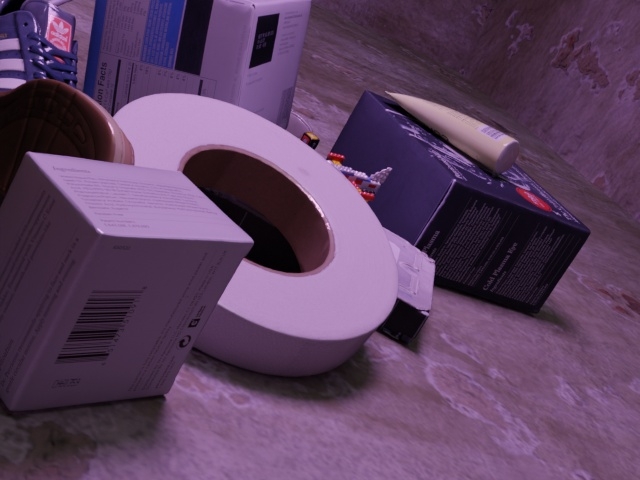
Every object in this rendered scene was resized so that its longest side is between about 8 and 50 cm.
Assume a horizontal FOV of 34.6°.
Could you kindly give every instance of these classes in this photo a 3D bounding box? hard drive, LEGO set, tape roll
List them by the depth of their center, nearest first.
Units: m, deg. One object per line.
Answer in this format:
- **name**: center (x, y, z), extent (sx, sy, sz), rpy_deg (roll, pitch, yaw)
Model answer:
- **tape roll**: center (-0.086, -0.017, 1.188), extent (0.392, 0.072, 0.392), rpy_deg (26, 33, -19)
- **hard drive**: center (0.000, 0.000, 1.430), extent (0.339, 0.064, 0.237), rpy_deg (31, 19, -1)
- **LEGO set**: center (-0.003, -0.104, 1.488), extent (0.183, 0.060, 0.244), rpy_deg (31, 24, 2)

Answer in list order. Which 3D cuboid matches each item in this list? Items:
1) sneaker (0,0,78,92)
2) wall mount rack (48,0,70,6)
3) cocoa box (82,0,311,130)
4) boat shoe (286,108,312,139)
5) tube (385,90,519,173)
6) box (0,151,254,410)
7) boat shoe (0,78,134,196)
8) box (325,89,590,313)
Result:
- **sneaker**: center (-0.350, -0.213, 1.287), extent (0.131, 0.148, 0.350), rpy_deg (29, 14, -51)
- **wall mount rack**: center (-0.540, -0.433, 1.622), extent (0.304, 0.130, 0.350), rpy_deg (7, 31, -50)
- **cocoa box**: center (-0.177, -0.273, 1.531), extent (0.228, 0.231, 0.347), rpy_deg (15, 17, 8)
- **boat shoe**: center (-0.066, -0.230, 1.943), extent (0.125, 0.046, 0.038), rpy_deg (26, 22, 15)
- **tube**: center (0.218, -0.189, 1.701), extent (0.240, 0.062, 0.070), rpy_deg (36, -24, 31)
- **box**: center (-0.187, 0.036, 0.877), extent (0.119, 0.181, 0.182), rpy_deg (43, 23, 30)
- **boat shoe**: center (-0.277, -0.090, 1.038), extent (0.341, 0.121, 0.110), rpy_deg (17, -8, 46)
- **box**: center (0.220, -0.068, 1.747), extent (0.313, 0.178, 0.343), rpy_deg (16, 23, -33)
